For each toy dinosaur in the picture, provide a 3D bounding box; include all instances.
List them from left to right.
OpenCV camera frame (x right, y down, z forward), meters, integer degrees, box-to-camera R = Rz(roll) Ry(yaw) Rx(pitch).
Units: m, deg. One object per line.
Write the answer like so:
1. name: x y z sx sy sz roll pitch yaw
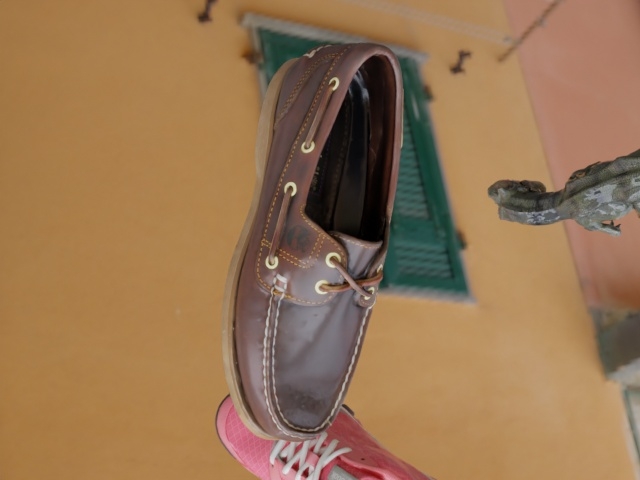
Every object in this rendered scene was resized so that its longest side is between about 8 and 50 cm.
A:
1. toy dinosaur: 0.233 -0.043 0.751 0.118 0.064 0.268 2 165 -38

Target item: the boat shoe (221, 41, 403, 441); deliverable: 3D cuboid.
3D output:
1. boat shoe: 0.000 0.000 0.587 0.073 0.207 0.073 8 174 -40

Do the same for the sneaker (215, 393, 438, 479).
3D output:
1. sneaker: 0.024 0.229 1.174 0.313 0.116 0.136 28 172 18
